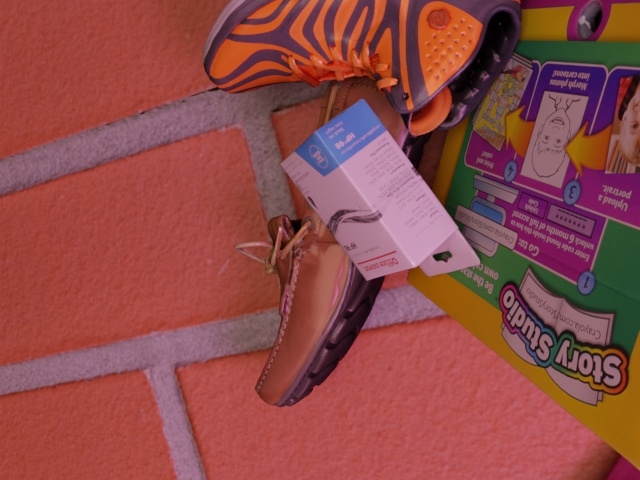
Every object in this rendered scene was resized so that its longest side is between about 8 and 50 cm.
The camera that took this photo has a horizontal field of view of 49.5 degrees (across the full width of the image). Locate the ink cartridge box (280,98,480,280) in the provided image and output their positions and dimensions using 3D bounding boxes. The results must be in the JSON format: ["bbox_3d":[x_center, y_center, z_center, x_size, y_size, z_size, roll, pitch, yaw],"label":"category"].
[{"bbox_3d":[0.052,-0.027,0.634,0.060,0.104,0.180,-39,95,-22],"label":"ink cartridge box"}]

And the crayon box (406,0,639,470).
[{"bbox_3d":[0.225,-0.043,0.569,0.106,0.363,0.312,8,104,-20],"label":"crayon box"}]

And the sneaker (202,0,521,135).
[{"bbox_3d":[0.031,-0.171,0.648,0.321,0.125,0.179,-21,79,30],"label":"sneaker"}]

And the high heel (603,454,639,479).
[{"bbox_3d":[0.264,0.390,0.764,0.377,0.127,0.181,-43,50,26],"label":"high heel"}]

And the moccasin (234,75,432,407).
[{"bbox_3d":[-0.001,0.000,0.762,0.147,0.139,0.379,20,103,17],"label":"moccasin"}]
